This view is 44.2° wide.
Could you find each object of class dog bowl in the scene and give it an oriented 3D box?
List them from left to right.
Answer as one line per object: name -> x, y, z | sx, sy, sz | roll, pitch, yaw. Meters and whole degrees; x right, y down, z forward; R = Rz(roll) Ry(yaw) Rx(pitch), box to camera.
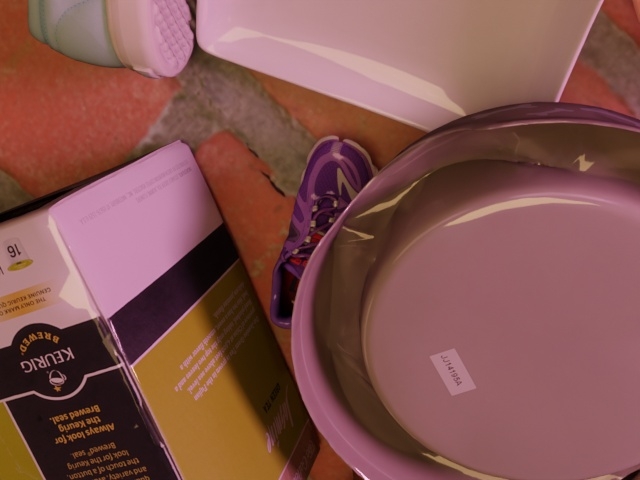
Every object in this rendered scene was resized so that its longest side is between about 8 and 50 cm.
dog bowl -> 0.157, 0.060, 0.573 | 0.348, 0.102, 0.349 | 5, 119, 9

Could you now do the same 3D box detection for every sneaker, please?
sneaker -> -0.168, -0.300, 0.542 | 0.150, 0.135, 0.366 | 8, 109, 10
sneaker -> 0.000, 0.000, 0.638 | 0.068, 0.071, 0.170 | 18, 112, 8

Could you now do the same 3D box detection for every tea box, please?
tea box -> -0.225, 0.134, 0.664 | 0.329, 0.220, 0.324 | -17, 103, 20

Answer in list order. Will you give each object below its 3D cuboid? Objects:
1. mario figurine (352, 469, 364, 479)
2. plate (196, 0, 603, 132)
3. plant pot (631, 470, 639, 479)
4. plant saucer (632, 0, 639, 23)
mario figurine -> -0.002, 0.333, 0.753 | 0.320, 0.170, 0.198 | -50, 55, 14
plate -> 0.053, -0.203, 0.518 | 0.277, 0.045, 0.278 | 22, 141, 8
plant pot -> 0.391, 0.317, 0.546 | 0.323, 0.323, 0.280 | -25, 118, 21
plant saucer -> 0.298, -0.180, 0.483 | 0.200, 0.037, 0.200 | 4, 98, 32
